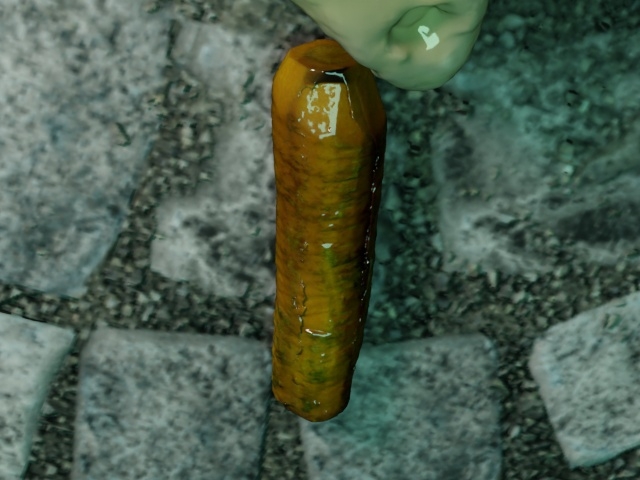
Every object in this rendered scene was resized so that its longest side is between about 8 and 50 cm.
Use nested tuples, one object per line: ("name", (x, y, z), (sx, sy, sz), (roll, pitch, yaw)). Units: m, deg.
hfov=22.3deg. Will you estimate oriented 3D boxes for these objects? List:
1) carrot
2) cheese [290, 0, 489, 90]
("carrot", (0.000, 0.000, 1.003), (0.070, 0.070, 0.260), (1, 124, -5))
("cheese", (-0.009, -0.197, 0.816), (0.247, 0.174, 0.251), (3, 128, -8))
